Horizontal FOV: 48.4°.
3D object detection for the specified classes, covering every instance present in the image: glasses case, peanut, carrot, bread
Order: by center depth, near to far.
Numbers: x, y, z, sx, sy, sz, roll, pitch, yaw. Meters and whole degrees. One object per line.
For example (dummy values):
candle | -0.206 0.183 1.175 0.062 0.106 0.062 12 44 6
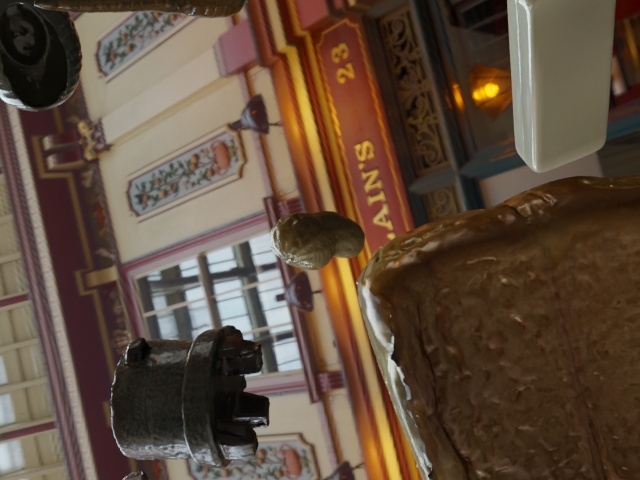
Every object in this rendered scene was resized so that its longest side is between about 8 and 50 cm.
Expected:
bread | 0.223 0.105 0.702 0.148 0.327 0.337 -105 -7 -71
carrot | -0.194 -0.273 0.807 0.254 0.049 0.049 -14 -93 -33
glasses case | 0.353 -0.248 1.047 0.070 0.131 0.313 -115 3 -45
peanut | 0.000 0.000 1.450 0.236 0.110 0.120 1 -146 -42

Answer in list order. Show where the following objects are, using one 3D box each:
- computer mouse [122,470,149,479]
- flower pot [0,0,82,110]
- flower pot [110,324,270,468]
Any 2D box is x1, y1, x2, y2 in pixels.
computer mouse | -0.315 0.432 1.184 0.039 0.065 0.096 59 -156 -24
flower pot | -0.546 -0.361 1.327 0.189 0.157 0.243 -17 -55 -24
flower pot | -0.245 0.304 1.453 0.299 0.282 0.299 -1 -90 -80
